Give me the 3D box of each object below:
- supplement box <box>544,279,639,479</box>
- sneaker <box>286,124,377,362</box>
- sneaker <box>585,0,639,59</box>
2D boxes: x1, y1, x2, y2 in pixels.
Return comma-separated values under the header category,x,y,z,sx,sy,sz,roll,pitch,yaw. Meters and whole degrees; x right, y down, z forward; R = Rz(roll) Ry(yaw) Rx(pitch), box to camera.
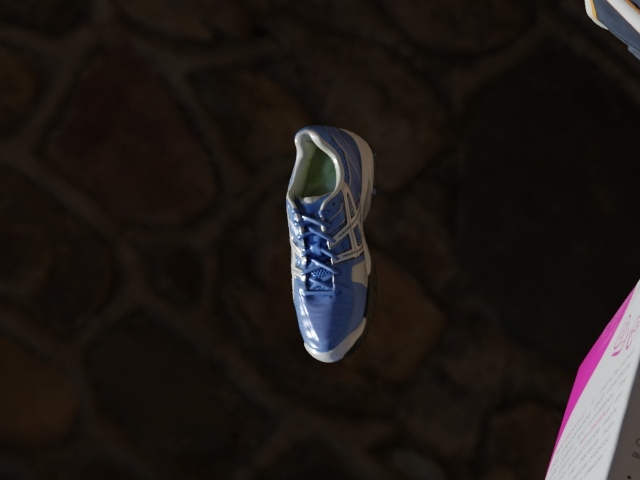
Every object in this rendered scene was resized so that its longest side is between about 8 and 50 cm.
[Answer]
category,x,y,z,sx,sy,sz,roll,pitch,yaw
supplement box,0.141,0.126,0.717,0.114,0.220,0.111,22,143,0
sneaker,0.000,0.000,1.592,0.080,0.211,0.081,-10,161,27
sneaker,0.284,-0.157,1.288,0.321,0.126,0.127,44,170,-31
